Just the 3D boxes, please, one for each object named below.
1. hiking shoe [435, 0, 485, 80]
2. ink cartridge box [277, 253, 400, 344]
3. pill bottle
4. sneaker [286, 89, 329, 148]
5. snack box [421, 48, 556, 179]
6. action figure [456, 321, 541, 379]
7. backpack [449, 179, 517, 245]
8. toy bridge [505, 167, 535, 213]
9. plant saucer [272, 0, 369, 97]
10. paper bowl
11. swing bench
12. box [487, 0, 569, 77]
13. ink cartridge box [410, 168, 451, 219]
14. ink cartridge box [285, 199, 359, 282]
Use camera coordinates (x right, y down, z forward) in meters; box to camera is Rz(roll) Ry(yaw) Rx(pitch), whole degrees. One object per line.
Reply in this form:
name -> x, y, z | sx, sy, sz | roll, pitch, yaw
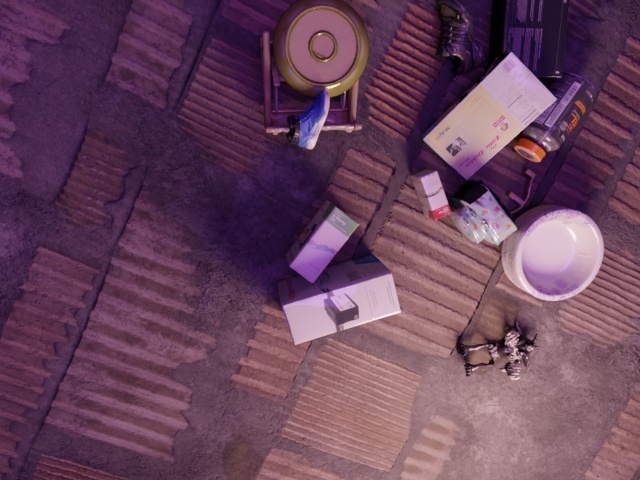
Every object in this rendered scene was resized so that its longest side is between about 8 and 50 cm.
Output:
hiking shoe -> 0.371, -0.570, 1.373 | 0.114, 0.086, 0.227 | -33, 105, -3
ink cartridge box -> 0.045, 0.160, 1.407 | 0.307, 0.223, 0.129 | -16, 104, -4
pill bottle -> 0.677, -0.353, 1.436 | 0.130, 0.130, 0.246 | 33, 96, -13
sneaker -> -0.037, -0.308, 1.225 | 0.084, 0.058, 0.152 | 10, 122, -23
snack box -> 0.469, -0.347, 1.389 | 0.187, 0.060, 0.322 | 39, 116, -13
action figure -> 0.590, 0.361, 1.566 | 0.275, 0.141, 0.164 | -13, 91, -3
backpack -> 0.475, -0.068, 1.443 | 0.188, 0.166, 0.144 | 42, 94, -5
toy bridge -> 0.606, -0.129, 1.525 | 0.063, 0.026, 0.188 | 32, 97, -14
plant saucer -> 0.004, -0.473, 1.199 | 0.241, 0.037, 0.241 | -2, 106, -7
paper bowl -> 0.697, 0.031, 1.507 | 0.284, 0.148, 0.284 | -2, 101, -8
swing bench -> -0.028, -0.419, 1.316 | 0.253, 0.165, 0.255 | -3, 107, -8
box -> 0.587, -0.594, 1.388 | 0.184, 0.103, 0.261 | 0, 102, -4
ink cartridge box -> 0.325, -0.138, 1.448 | 0.056, 0.099, 0.135 | -23, 104, -2
ink cartridge box -> 0.000, 0.000, 1.404 | 0.093, 0.154, 0.212 | 35, 95, -13
